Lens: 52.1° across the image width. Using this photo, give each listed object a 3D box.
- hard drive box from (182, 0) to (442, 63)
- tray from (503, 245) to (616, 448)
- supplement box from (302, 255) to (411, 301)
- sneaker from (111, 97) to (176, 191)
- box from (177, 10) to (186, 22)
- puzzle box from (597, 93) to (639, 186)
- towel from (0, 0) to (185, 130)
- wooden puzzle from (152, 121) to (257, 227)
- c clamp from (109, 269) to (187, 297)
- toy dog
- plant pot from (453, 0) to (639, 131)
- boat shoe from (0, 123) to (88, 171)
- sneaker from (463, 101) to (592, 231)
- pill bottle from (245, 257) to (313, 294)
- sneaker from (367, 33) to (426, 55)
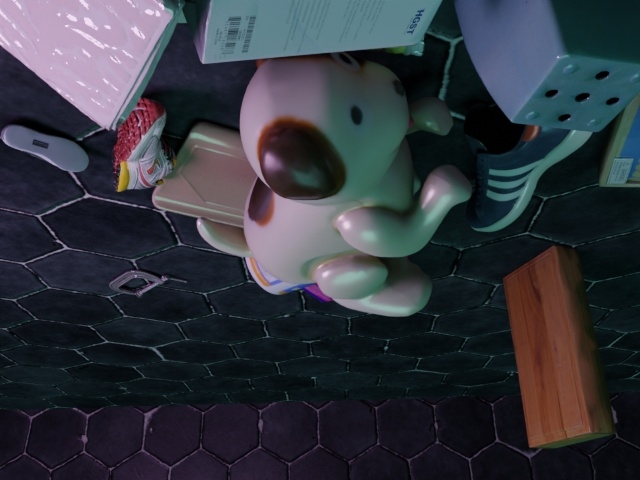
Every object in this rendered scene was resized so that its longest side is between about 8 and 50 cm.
[{"bbox_3d":[0.006,-0.254,0.564,0.232,0.089,0.181,-11,155,-23],"label":"hard drive box"},{"bbox_3d":[0.523,0.240,1.473,0.076,0.410,0.203,9,152,-18],"label":"tray"},{"bbox_3d":[0.072,0.044,1.391,0.220,0.111,0.114,-16,150,25],"label":"supplement box"},{"bbox_3d":[-0.270,-0.151,1.028,0.093,0.088,0.225,-3,161,-25],"label":"sneaker"},{"bbox_3d":[-0.155,-0.346,0.550,0.121,0.147,0.311,0,155,-5],"label":"box"},{"bbox_3d":[0.581,-0.196,0.949,0.272,0.052,0.409,1,155,14],"label":"puzzle box"},{"bbox_3d":[-0.283,-0.263,0.587,0.332,0.053,0.317,43,154,-15],"label":"towel"},{"bbox_3d":[-0.157,-0.110,1.151,0.221,0.044,0.239,13,146,-26],"label":"wooden puzzle"},{"bbox_3d":[-0.430,0.108,1.596,0.161,0.022,0.137,-22,147,35],"label":"c clamp"},{"bbox_3d":[0.009,-0.106,0.923,0.396,0.284,0.408,5,153,5],"label":"toy dog"},{"bbox_3d":[0.248,-0.241,0.679,0.166,0.234,0.165,5,153,-11],"label":"plant pot"},{"bbox_3d":[-0.442,-0.152,1.049,0.040,0.049,0.142,20,177,46],"label":"boat shoe"},{"bbox_3d":[0.278,-0.137,1.036,0.148,0.131,0.350,11,147,-8],"label":"sneaker"},{"bbox_3d":[0.000,0.000,1.252,0.272,0.152,0.152,-21,148,34],"label":"pill bottle"},{"bbox_3d":[0.076,-0.284,0.758,0.094,0.081,0.208,-2,154,6],"label":"sneaker"}]
